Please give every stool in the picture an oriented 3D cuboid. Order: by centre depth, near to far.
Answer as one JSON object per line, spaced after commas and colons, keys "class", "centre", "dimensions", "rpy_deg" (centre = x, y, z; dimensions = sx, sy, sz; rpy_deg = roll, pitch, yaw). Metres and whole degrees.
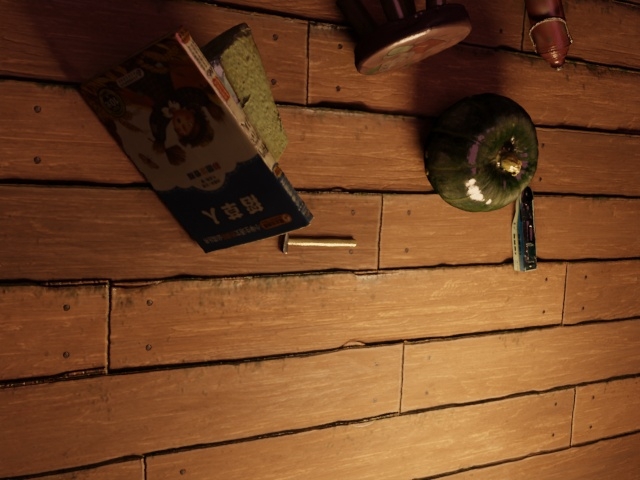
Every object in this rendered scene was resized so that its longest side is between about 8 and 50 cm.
{"class": "stool", "centre": [0.181, -0.493, 1.641], "dimensions": [0.272, 0.272, 0.178], "rpy_deg": [-19, 90, -27]}

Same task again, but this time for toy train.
{"class": "toy train", "centre": [0.554, -0.034, 2.029], "dimensions": [0.052, 0.051, 0.234], "rpy_deg": [-10, 99, -29]}

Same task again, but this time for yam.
{"class": "yam", "centre": [-0.181, -0.250, 1.482], "dimensions": [0.271, 0.201, 0.202], "rpy_deg": [58, 38, -23]}

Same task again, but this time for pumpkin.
{"class": "pumpkin", "centre": [0.399, -0.209, 1.822], "dimensions": [0.300, 0.207, 0.300], "rpy_deg": [-9, 110, -27]}

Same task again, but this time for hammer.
{"class": "hammer", "centre": [0.000, 0.000, 1.727], "dimensions": [0.199, 0.013, 0.062], "rpy_deg": [1, 96, -31]}

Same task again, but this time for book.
{"class": "book", "centre": [-0.236, -0.167, 1.411], "dimensions": [0.428, 0.300, 0.039], "rpy_deg": [55, 42, -23]}

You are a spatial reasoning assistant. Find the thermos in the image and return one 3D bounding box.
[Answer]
{"class": "thermos", "centre": [0.606, -0.564, 1.965], "dimensions": [0.232, 0.099, 0.124], "rpy_deg": [68, 27, -21]}
